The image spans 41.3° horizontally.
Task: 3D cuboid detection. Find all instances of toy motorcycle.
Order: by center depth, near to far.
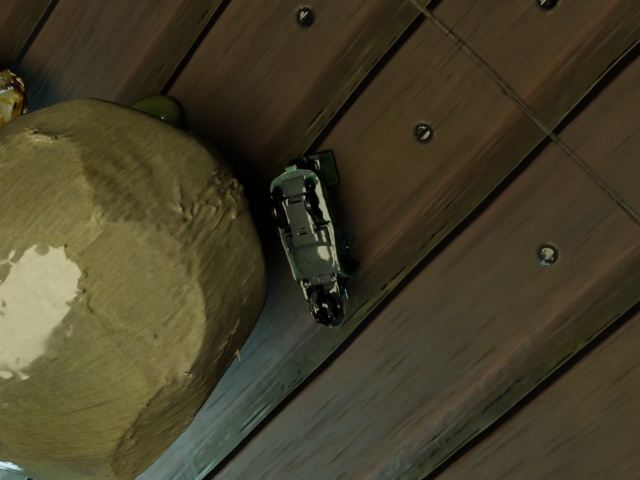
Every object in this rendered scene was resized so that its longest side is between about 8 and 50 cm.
[{"bbox_3d":[0.000,0.000,0.848,0.058,0.100,0.173,-12,96,26],"label":"toy motorcycle"}]

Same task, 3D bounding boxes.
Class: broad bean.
[{"bbox_3d":[-0.188,-0.124,0.927,0.083,0.045,0.063,-19,82,18],"label":"broad bean"}]

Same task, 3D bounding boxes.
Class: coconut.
[{"bbox_3d":[-0.234,0.052,0.795,0.347,0.360,0.346,12,124,18],"label":"coconut"}]

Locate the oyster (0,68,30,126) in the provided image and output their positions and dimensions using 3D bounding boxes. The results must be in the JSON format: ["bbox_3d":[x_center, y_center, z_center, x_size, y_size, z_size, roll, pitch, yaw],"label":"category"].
[{"bbox_3d":[-0.460,-0.079,1.009,0.361,0.096,0.221,-35,60,23],"label":"oyster"}]
